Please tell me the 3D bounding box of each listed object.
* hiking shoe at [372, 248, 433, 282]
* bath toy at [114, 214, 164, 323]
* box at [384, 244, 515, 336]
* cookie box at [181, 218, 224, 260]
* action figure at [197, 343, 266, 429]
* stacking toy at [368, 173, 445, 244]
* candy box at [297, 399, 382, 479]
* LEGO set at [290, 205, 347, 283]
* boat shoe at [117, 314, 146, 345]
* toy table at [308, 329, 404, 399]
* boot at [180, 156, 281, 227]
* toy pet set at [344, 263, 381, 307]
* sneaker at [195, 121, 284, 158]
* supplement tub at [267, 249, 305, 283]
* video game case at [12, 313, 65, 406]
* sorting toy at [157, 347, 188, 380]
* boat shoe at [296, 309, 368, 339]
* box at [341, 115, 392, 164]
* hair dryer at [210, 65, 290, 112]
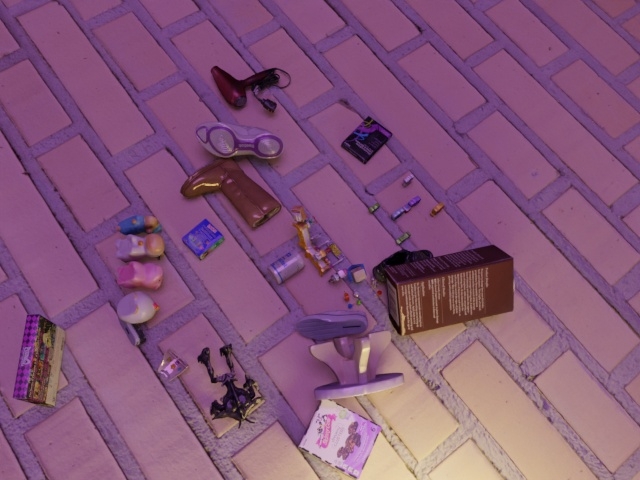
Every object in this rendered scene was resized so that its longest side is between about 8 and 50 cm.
[{"bbox_3d":[0.286,0.073,1.871,0.227,0.114,0.086,-18,70,-24],"label":"hiking shoe"},{"bbox_3d":[-0.559,0.097,1.810,0.152,0.129,0.348,-15,65,18],"label":"bath toy"},{"bbox_3d":[0.404,0.152,1.801,0.382,0.143,0.191,-10,111,-7],"label":"box"},{"bbox_3d":[-0.389,-0.004,1.905,0.092,0.040,0.107,43,72,13],"label":"cookie box"},{"bbox_3d":[-0.260,0.440,1.684,0.164,0.141,0.275,-21,55,-14],"label":"action figure"},{"bbox_3d":[0.297,-0.113,1.992,0.221,0.052,0.167,-38,75,-16],"label":"stacking toy"},{"bbox_3d":[0.055,0.579,1.682,0.196,0.070,0.164,26,68,7],"label":"candy box"},{"bbox_3d":[0.000,0.000,1.882,0.107,0.132,0.287,-32,95,-21],"label":"LEGO set"},{"bbox_3d":[-0.589,0.265,1.784,0.040,0.049,0.142,-11,59,-46],"label":"boat shoe"},{"bbox_3d":[0.104,0.365,1.699,0.274,0.252,0.160,-6,83,-29],"label":"toy table"},{"bbox_3d":[-0.305,-0.146,1.945,0.236,0.089,0.269,-39,77,-17],"label":"boot"},{"bbox_3d":[0.122,0.142,1.885,0.122,0.065,0.114,-22,106,-9],"label":"toy pet set"},{"bbox_3d":[-0.283,-0.348,2.004,0.305,0.152,0.114,10,107,-12],"label":"sneaker"},{"bbox_3d":[-0.112,0.086,1.872,0.107,0.071,0.071,-35,74,-16],"label":"supplement tub"},{"bbox_3d":[-0.800,0.348,1.643,0.042,0.210,0.232,0,69,-4],"label":"video game case"},{"bbox_3d":[-0.453,0.385,1.745,0.083,0.045,0.075,40,78,11],"label":"sorting toy"},{"bbox_3d":[0.039,0.262,1.813,0.226,0.076,0.083,0,111,8],"label":"boat shoe"},{"bbox_3d":[0.169,-0.368,2.099,0.116,0.029,0.162,39,72,11],"label":"box"},{"bbox_3d":[-0.275,-0.579,2.146,0.294,0.080,0.223,18,52,-2],"label":"hair dryer"}]
